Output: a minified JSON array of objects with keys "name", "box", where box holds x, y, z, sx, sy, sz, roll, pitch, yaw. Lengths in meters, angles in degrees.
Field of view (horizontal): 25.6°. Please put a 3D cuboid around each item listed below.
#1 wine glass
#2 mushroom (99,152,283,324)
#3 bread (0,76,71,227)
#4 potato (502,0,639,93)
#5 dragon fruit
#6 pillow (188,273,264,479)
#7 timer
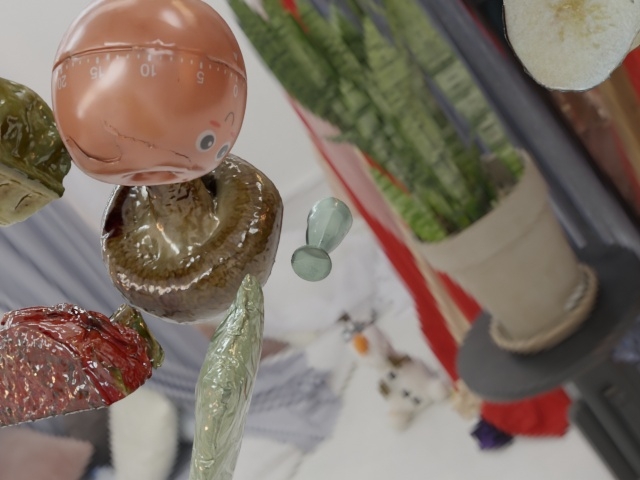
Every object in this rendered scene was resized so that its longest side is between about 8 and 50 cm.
[{"name":"wine glass","box":[0.000,0.000,2.179,0.073,0.073,0.155,-26,21,27]},{"name":"mushroom","box":[-0.219,-0.037,2.327,0.334,0.331,0.356,-57,-14,-9]},{"name":"bread","box":[-0.535,-0.155,2.245,0.238,0.252,0.196,-26,55,14]},{"name":"potato","box":[0.414,-0.400,2.239,0.246,0.300,0.196,-4,17,28]},{"name":"dragon fruit","box":[-0.344,0.145,1.940,0.317,0.152,0.205,-17,5,41]},{"name":"pillow","box":[-0.133,0.225,1.868,0.274,0.076,0.281,-79,1,-59]},{"name":"timer","box":[-0.198,-0.173,1.639,0.229,0.229,0.215,-6,79,55]}]
